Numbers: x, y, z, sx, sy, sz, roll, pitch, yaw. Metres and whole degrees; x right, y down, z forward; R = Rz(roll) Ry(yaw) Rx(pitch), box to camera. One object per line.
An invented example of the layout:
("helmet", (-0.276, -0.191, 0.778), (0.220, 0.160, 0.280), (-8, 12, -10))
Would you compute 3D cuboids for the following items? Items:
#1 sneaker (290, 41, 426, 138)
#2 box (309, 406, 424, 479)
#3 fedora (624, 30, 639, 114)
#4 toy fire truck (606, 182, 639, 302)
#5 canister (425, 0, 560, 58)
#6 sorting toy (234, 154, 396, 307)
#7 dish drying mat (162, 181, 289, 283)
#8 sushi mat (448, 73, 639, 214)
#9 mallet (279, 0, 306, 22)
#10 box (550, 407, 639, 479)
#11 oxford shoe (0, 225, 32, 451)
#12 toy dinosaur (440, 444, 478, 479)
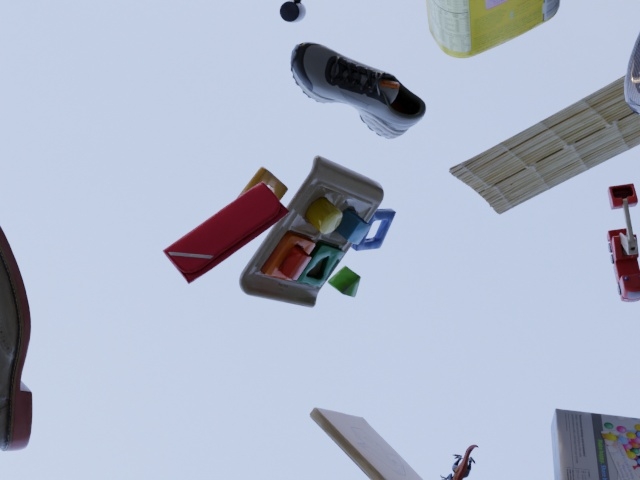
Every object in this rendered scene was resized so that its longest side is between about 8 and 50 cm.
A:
("sneaker", (0.069, -0.275, 1.739), (0.271, 0.108, 0.100), (25, -112, -25))
("box", (0.090, 0.354, 1.644), (0.021, 0.201, 0.164), (-55, -35, 7))
("fedora", (0.418, -0.197, 1.106), (0.124, 0.244, 0.275), (9, -132, -2))
("toy fire truck", (0.566, 0.006, 1.837), (0.047, 0.135, 0.192), (-8, -112, 6))
("canister", (0.140, -0.235, 0.811), (0.126, 0.170, 0.073), (-25, -116, -1))
("sorting toy", (0.000, 0.000, 1.284), (0.047, 0.196, 0.347), (36, -170, 31))
("dish drying mat", (-0.063, -0.006, 0.663), (0.083, 0.008, 0.032), (-36, -115, -14))
("sushi mat", (0.358, -0.139, 1.452), (0.151, 0.316, 0.019), (36, -144, -41))
("mallet", (-0.019, -0.459, 1.704), (0.039, 0.190, 0.062), (28, -154, 4))
("box", (0.375, 0.273, 1.190), (0.186, 0.038, 0.145), (7, -146, 6))
("oxford shoe", (-0.470, 0.136, 1.346), (0.130, 0.123, 0.348), (-9, -76, -35))
("toy dinosaur", (0.211, 0.373, 1.574), (0.047, 0.090, 0.082), (19, -137, 18))
